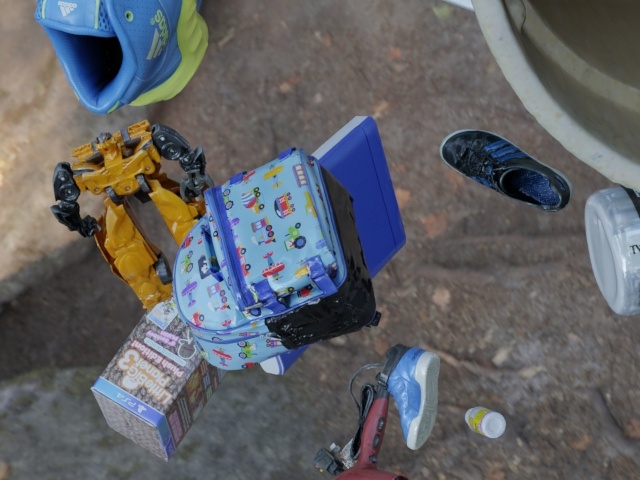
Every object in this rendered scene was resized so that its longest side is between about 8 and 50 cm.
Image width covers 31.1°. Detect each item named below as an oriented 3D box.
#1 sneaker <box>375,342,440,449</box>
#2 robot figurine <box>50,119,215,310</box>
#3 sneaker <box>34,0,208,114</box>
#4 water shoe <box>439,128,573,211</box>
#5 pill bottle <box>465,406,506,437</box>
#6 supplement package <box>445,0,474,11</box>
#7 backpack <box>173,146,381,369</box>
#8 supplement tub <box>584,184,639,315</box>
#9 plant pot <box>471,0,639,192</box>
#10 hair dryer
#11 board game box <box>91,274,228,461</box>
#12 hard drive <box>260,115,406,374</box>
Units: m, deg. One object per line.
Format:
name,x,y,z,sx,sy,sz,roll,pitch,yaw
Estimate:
sneaker,0.120,0.220,1.650,0.085,0.152,0.058,17,26,32
robot figurine,-0.230,-0.039,1.530,0.211,0.291,0.085,-21,41,3
sneaker,-0.101,-0.176,0.649,0.091,0.240,0.126,13,32,11
water shoe,0.254,-0.102,1.600,0.203,0.080,0.073,24,104,20
pill bottle,0.273,0.302,1.921,0.043,0.043,0.083,-53,15,-9
supplement package,0.245,-0.398,1.616,0.194,0.203,0.149,27,108,26
backpack,-0.054,0.022,0.985,0.173,0.117,0.158,-22,57,16
supplement tub,0.603,-0.012,1.803,0.338,0.207,0.207,-13,55,2
plant pot,0.203,-0.232,0.595,0.334,0.334,0.305,-29,29,10
hair dryer,0.065,0.334,1.819,0.223,0.080,0.293,-68,26,14
board game box,-0.275,0.233,2.164,0.141,0.232,0.291,29,66,12
hard drive,0.000,0.000,1.540,0.040,0.210,0.319,7,36,37
